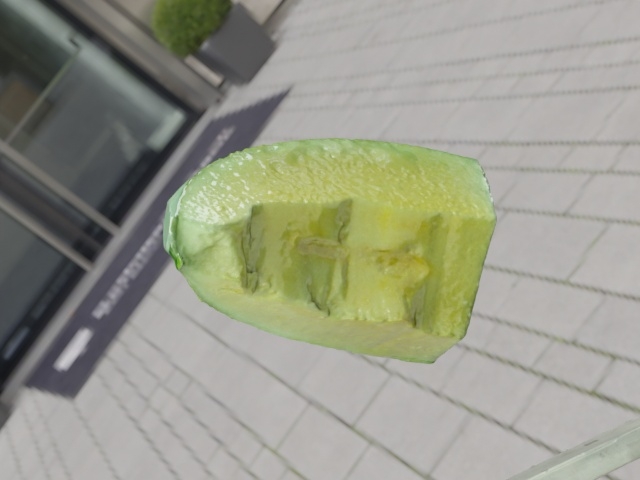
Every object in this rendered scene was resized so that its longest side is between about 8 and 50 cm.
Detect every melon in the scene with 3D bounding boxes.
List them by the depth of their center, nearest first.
[{"bbox_3d":[0.000,0.000,1.109,0.124,0.323,0.196,12,92,60],"label":"melon"}]

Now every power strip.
[{"bbox_3d":[0.228,0.215,1.208,0.227,0.029,0.080,-25,-5,-3],"label":"power strip"}]
